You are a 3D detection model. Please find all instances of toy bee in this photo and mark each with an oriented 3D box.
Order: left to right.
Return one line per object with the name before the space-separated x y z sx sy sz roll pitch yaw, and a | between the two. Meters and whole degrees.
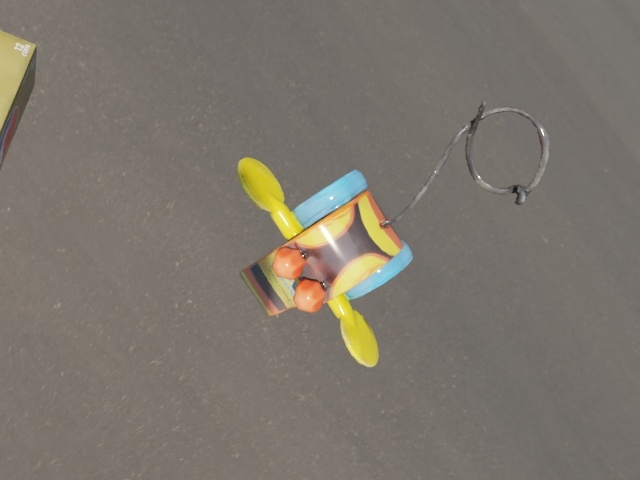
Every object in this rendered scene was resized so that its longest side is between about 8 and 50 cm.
toy bee | 0.000 0.000 0.416 0.195 0.298 0.162 43 46 14

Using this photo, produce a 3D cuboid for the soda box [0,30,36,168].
soda box | -0.243 -0.049 0.332 0.058 0.061 0.181 20 70 -25
